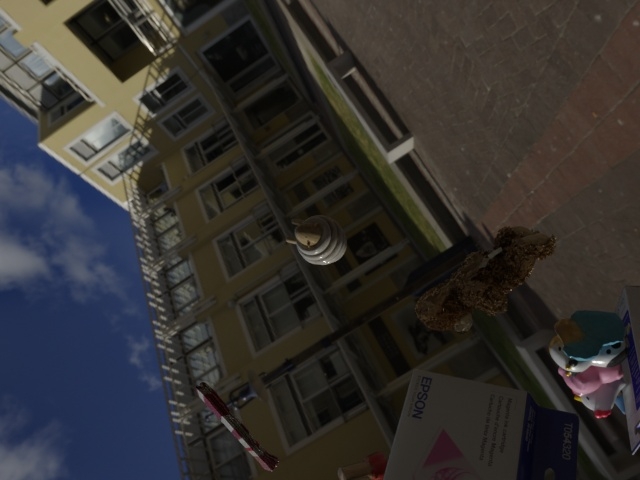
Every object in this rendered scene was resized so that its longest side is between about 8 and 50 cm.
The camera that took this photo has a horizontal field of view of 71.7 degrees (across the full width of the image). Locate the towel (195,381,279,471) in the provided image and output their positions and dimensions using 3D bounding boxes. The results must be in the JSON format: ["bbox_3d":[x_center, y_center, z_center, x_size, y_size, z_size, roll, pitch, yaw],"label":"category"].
[{"bbox_3d":[-0.260,0.572,1.362,0.329,0.037,0.237,44,153,9],"label":"towel"}]

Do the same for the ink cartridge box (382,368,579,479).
[{"bbox_3d":[0.300,0.432,0.846,0.071,0.330,0.324,61,-138,-40],"label":"ink cartridge box"}]

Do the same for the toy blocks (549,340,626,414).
[{"bbox_3d":[0.911,0.395,1.427,0.260,0.191,0.381,56,-163,15],"label":"toy blocks"}]

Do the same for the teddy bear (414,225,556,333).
[{"bbox_3d":[0.373,0.093,0.988,0.113,0.338,0.245,47,172,-12],"label":"teddy bear"}]

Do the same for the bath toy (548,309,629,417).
[{"bbox_3d":[0.621,0.298,1.021,0.348,0.151,0.129,53,-134,-39],"label":"bath toy"}]

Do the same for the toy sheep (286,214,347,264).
[{"bbox_3d":[0.000,0.000,0.745,0.132,0.091,0.091,21,-146,-57],"label":"toy sheep"}]

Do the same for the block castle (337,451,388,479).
[{"bbox_3d":[0.216,0.863,1.252,0.213,0.302,0.453,2,-162,-30],"label":"block castle"}]

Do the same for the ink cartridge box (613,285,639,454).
[{"bbox_3d":[0.779,0.309,1.078,0.175,0.069,0.370,68,-147,-45],"label":"ink cartridge box"}]
